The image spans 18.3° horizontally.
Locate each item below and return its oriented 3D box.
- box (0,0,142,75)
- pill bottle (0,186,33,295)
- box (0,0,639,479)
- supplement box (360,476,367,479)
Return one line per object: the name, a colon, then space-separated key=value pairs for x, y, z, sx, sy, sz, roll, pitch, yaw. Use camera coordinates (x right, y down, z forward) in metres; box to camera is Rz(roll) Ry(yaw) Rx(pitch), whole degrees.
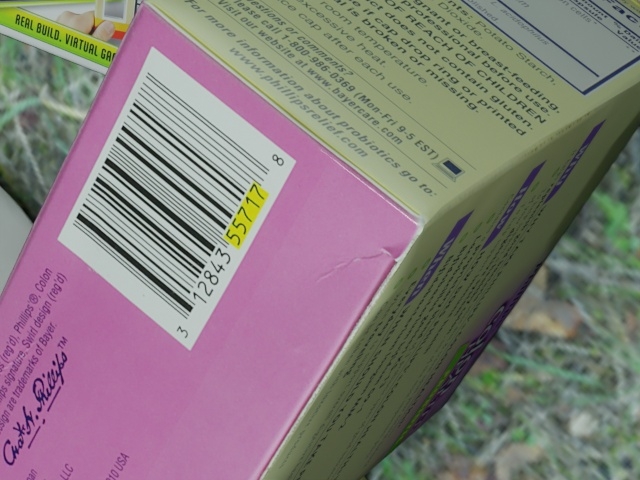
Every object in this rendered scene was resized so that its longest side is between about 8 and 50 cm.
box: x=-0.137 y=-0.152 z=0.897 sx=0.207 sy=0.036 sz=0.114 roll=22 pitch=117 yaw=22
pill bottle: x=-0.279 y=0.092 z=0.980 sx=0.334 sy=0.188 sz=0.188 roll=-35 pitch=88 yaw=35
box: x=0.000 y=0.000 z=0.745 sx=0.117 sy=0.243 sz=0.214 roll=39 pitch=123 yaw=13
supplement box: x=-0.019 y=0.137 z=0.920 sx=0.083 sy=0.056 sz=0.083 roll=-35 pitch=89 yaw=35
